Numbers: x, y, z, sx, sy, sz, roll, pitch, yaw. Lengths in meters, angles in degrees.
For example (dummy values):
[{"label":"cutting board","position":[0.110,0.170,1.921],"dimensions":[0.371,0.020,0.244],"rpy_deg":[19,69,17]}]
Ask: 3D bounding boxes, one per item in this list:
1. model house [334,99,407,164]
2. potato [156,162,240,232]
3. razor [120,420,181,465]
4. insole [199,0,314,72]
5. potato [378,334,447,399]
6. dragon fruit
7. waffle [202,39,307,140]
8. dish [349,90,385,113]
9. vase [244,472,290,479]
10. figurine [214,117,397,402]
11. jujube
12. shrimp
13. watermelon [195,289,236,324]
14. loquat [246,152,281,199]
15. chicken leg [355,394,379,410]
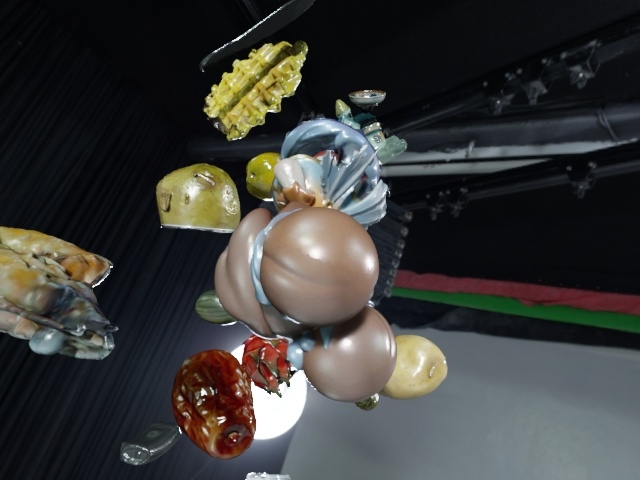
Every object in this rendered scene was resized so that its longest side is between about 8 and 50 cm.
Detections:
[{"label":"model house","position":[0.152,-0.448,1.652],"dimensions":[0.325,0.267,0.194],"rpy_deg":[63,-16,1]},{"label":"potato","position":[-0.353,-0.120,1.199],"dimensions":[0.246,0.196,0.300],"rpy_deg":[7,-2,-19]},{"label":"razor","position":[-0.412,0.495,0.986],"dimensions":[0.090,0.054,0.148],"rpy_deg":[1,-2,10]},{"label":"insole","position":[-0.127,-0.444,0.854],"dimensions":[0.012,0.309,0.110],"rpy_deg":[54,-8,-12]},{"label":"potato","position":[0.141,0.226,0.722],"dimensions":[0.109,0.118,0.178],"rpy_deg":[50,-33,-2]},{"label":"dragon fruit","position":[-0.180,0.430,1.419],"dimensions":[0.193,0.274,0.192],"rpy_deg":[-20,-37,5]},{"label":"waffle","position":[-0.173,-0.364,0.972],"dimensions":[0.312,0.307,0.060],"rpy_deg":[8,-26,42]},{"label":"dish","position":[0.184,-0.536,1.583],"dimensions":[0.141,0.141,0.078],"rpy_deg":[9,-58,23]},{"label":"vase","position":[-0.103,0.810,1.128],"dimensions":[0.250,0.250,0.445],"rpy_deg":[6,-37,28]},{"label":"figurine","position":[-0.001,0.001,0.587],"dimensions":[0.248,0.388,0.276],"rpy_deg":[-2,-50,23]},{"label":"jujube","position":[-0.229,0.356,0.885],"dimensions":[0.190,0.190,0.255],"rpy_deg":[33,-2,-29]},{"label":"shrimp","position":[-0.254,0.031,0.364],"dimensions":[0.317,0.062,0.164],"rpy_deg":[16,12,30]},{"label":"watermelon","position":[-0.221,0.145,0.878],"dimensions":[0.111,0.078,0.078],"rpy_deg":[5,-26,13]},{"label":"loquat","position":[-0.193,-0.274,1.723],"dimensions":[0.246,0.213,0.213],"rpy_deg":[-4,-20,-12]},{"label":"chicken leg","position":[0.136,0.441,1.285],"dimensions":[0.103,0.227,0.088],"rpy_deg":[38,-68,-12]}]
